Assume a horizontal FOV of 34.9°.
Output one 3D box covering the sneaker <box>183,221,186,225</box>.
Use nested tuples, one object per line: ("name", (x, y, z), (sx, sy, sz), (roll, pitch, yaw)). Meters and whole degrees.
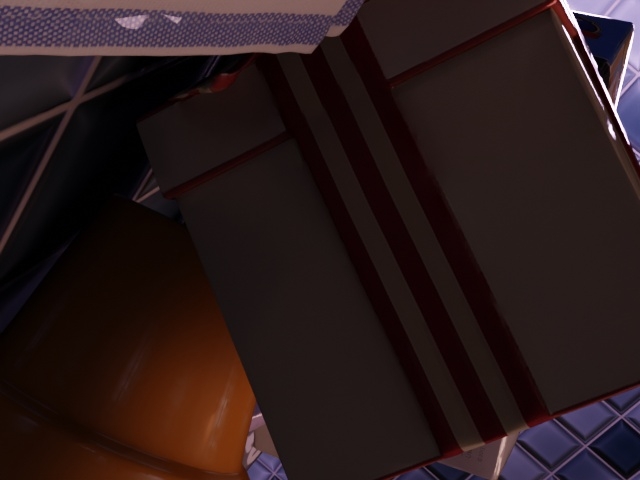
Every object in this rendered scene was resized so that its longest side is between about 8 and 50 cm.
("sneaker", (-0.071, 0.010, 1.050), (0.146, 0.134, 0.343), (-44, 170, 29))

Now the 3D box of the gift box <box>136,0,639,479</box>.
("gift box", (0.071, -0.027, 0.569), (0.255, 0.258, 0.276), (-25, 171, 13))

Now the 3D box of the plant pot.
("plant pot", (-0.119, 0.079, 0.665), (0.205, 0.205, 0.188), (72, 42, -85))

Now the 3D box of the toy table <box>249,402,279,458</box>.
("toy table", (-0.104, 0.145, 1.110), (0.274, 0.252, 0.161), (-47, 163, -49))

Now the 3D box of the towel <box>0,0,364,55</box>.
("towel", (-0.001, -0.166, 0.295), (0.209, 0.034, 0.285), (-13, 148, -47))

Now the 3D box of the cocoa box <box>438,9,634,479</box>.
("cocoa box", (0.105, -0.022, 0.878), (0.228, 0.231, 0.347), (-44, 145, -54))

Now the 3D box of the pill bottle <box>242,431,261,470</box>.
("pill bottle", (-0.139, 0.199, 1.347), (0.361, 0.204, 0.204), (-47, 175, -40))
